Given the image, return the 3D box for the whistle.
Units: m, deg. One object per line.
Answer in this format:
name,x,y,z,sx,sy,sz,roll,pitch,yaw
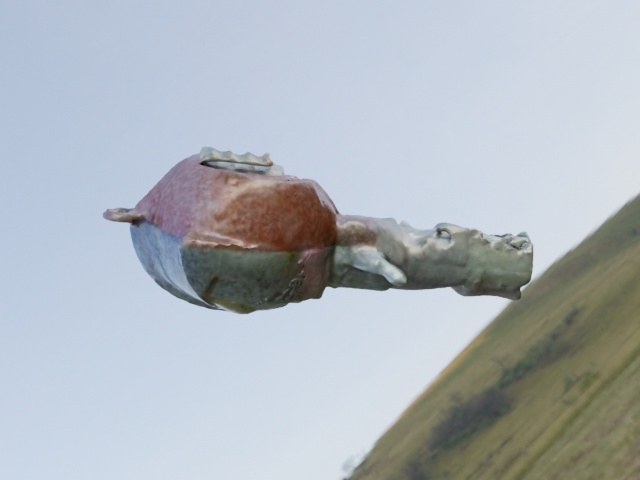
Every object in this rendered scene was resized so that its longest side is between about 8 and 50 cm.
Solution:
whistle,0.000,-0.001,0.737,0.346,0.133,0.142,6,-10,-8
